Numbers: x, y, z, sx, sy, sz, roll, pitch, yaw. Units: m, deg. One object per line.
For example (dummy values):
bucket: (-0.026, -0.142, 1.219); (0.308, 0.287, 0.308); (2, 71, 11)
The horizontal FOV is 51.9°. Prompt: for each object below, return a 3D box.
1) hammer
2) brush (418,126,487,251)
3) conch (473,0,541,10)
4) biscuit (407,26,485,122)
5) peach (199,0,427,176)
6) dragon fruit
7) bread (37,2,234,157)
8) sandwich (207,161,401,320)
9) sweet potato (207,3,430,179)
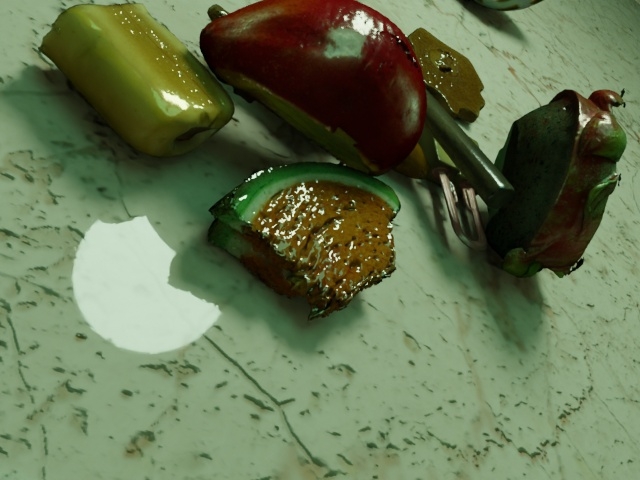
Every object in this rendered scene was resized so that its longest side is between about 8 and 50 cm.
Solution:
hammer: (0.134, -0.206, 0.949); (0.168, 0.044, 0.440); (0, 45, -36)
brush: (0.197, -0.074, 0.951); (0.103, 0.047, 0.233); (22, 45, -26)
conch: (0.386, -0.670, 1.544); (0.368, 0.197, 0.249); (49, 2, 13)
biscuit: (0.218, -0.282, 1.166); (0.182, 0.034, 0.215); (25, 44, -22)
peach: (0.010, -0.185, 0.711); (0.267, 0.154, 0.159); (32, -6, -29)
dragon fruit: (0.313, -0.075, 0.906); (0.130, 0.295, 0.268); (9, 52, 1)
bread: (-0.179, -0.156, 0.655); (0.173, 0.085, 0.134); (48, 31, 5)
sandwich: (-0.003, -0.007, 0.696); (0.235, 0.079, 0.159); (-28, 87, -47)
sweet potato: (0.012, -0.201, 0.851); (0.359, 0.112, 0.112); (28, 41, -27)
